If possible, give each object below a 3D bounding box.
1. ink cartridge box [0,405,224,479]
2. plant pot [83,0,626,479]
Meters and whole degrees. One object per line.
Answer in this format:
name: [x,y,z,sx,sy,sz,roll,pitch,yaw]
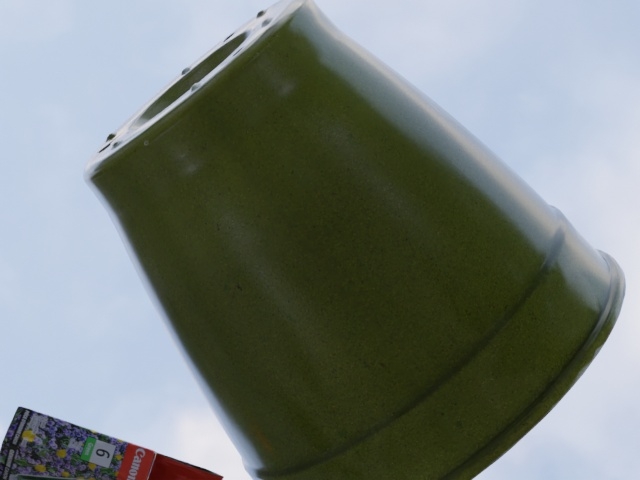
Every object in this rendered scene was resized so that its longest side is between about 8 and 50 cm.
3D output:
ink cartridge box: [-0.115,0.134,0.837,0.115,0.029,0.063,19,-48,-4]
plant pot: [0.000,0.000,1.317,0.366,0.366,0.353,-34,-77,24]
